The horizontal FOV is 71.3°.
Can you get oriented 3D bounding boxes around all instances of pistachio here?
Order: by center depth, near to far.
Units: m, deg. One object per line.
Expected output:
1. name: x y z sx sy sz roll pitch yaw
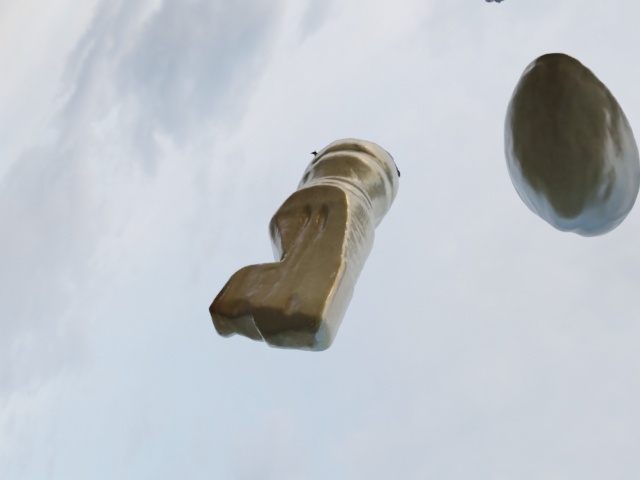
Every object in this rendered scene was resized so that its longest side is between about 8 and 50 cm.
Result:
1. pistachio: 0.292 -0.112 0.535 0.136 0.136 0.225 -16 -94 36

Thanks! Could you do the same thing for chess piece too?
1. chess piece: 0.000 0.000 0.480 0.137 0.137 0.300 -27 -160 31

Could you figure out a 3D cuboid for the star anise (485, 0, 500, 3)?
1. star anise: 0.415 -0.601 1.030 0.097 0.070 0.190 -63 -161 14
